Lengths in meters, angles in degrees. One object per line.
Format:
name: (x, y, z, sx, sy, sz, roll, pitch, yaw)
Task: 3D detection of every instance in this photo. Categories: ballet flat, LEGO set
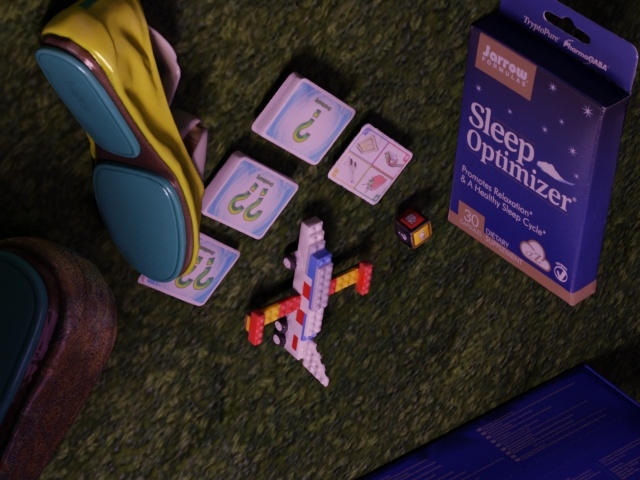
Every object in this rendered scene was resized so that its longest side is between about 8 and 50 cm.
ballet flat: (-0.231, 0.157, 1.220, 0.123, 0.123, 0.348, 19, 103, -55)
LEGO set: (0.000, 0.000, 1.406, 0.182, 0.060, 0.244, -53, 147, 6)
ballet flat: (-0.107, -0.067, 1.204, 0.077, 0.077, 0.231, -56, 148, -28)

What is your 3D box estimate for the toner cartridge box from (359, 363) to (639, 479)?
toner cartridge box: (0.175, 0.237, 1.733, 0.348, 0.165, 0.075, -22, 135, -38)

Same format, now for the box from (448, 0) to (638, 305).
box: (0.162, -0.075, 1.460, 0.036, 0.136, 0.225, -27, 138, -34)
